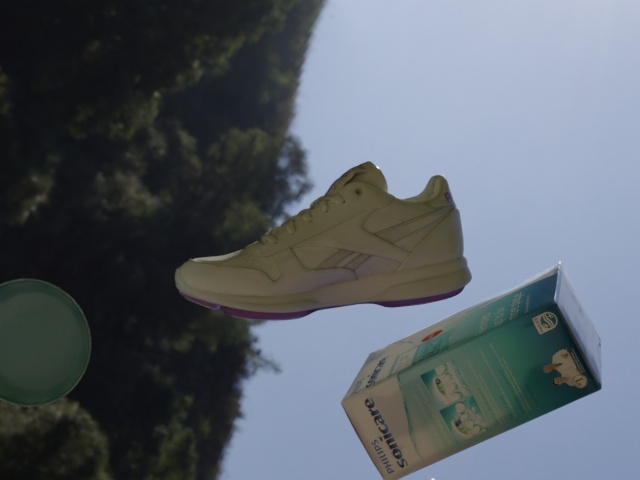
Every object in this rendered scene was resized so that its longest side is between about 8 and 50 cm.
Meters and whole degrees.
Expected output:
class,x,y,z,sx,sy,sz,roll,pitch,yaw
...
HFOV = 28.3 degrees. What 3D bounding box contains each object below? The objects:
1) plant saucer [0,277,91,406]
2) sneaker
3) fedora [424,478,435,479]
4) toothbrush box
class,x,y,z,sx,sy,sz,roll,pitch,yaw
plant saucer,-0.268,0.094,1.176,0.119,0.119,0.021,-58,177,6
sneaker,0.000,0.000,1.286,0.114,0.305,0.152,-166,-110,-74
fedora,0.077,0.302,0.679,0.334,0.152,0.334,12,90,-85
toothbrush box,0.196,0.164,1.603,0.295,0.126,0.216,-28,-175,17
